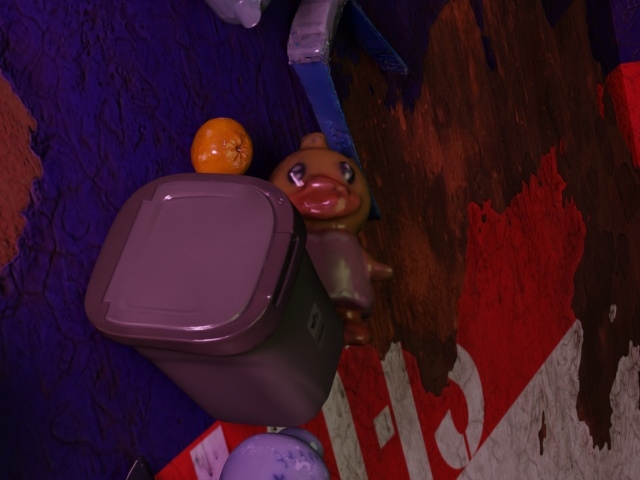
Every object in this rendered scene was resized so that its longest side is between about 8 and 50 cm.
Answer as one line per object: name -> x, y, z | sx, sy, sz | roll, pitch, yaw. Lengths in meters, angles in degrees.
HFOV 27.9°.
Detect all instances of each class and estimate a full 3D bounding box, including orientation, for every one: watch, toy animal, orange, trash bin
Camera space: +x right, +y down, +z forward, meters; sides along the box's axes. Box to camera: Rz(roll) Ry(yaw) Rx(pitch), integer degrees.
watch -> 0.033, -0.206, 1.864 | 0.274, 0.068, 0.276 | 45, 49, -53
toy animal -> -0.001, -0.002, 1.688 | 0.169, 0.196, 0.281 | -169, -103, -82
orange -> -0.120, -0.110, 1.584 | 0.083, 0.070, 0.083 | 5, 84, -54
trash bin -> -0.102, 0.082, 1.471 | 0.250, 0.219, 0.219 | 59, 42, -47

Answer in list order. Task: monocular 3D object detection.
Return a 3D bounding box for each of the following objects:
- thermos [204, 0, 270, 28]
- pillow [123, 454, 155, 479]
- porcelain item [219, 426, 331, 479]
thermos -> -0.160, -0.376, 1.501 | 0.286, 0.145, 0.182 | 49, 14, -47
pillow -> -0.212, 0.352, 1.389 | 0.208, 0.055, 0.141 | -57, 134, -48
porcelain item -> -0.073, 0.326, 1.533 | 0.259, 0.141, 0.141 | -55, 131, -50
